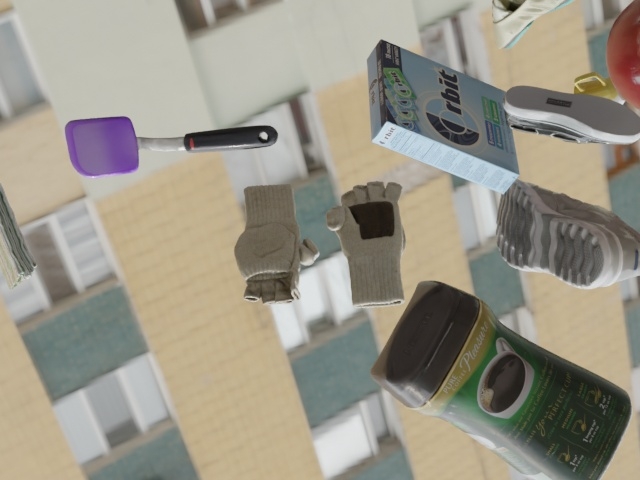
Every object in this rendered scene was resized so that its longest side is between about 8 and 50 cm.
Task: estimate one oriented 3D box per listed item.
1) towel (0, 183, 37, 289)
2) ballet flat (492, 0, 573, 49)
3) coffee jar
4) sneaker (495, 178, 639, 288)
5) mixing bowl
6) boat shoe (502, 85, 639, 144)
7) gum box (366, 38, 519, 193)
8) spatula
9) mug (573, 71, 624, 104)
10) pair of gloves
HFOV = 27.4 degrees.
[{"bbox_3d":[-0.340,-0.007,1.412,0.023,0.113,0.152,-21,180,-19],"label":"towel"},{"bbox_3d":[0.288,-0.342,1.826,0.086,0.086,0.248,-32,180,-23],"label":"ballet flat"},{"bbox_3d":[0.131,0.108,0.963,0.096,0.184,0.079,-60,-164,-8],"label":"coffee jar"},{"bbox_3d":[0.310,-0.002,1.621,0.115,0.105,0.281,1,-161,-22],"label":"sneaker"},{"bbox_3d":[0.398,-0.217,1.519,0.181,0.181,0.098,-35,-160,-27],"label":"mixing bowl"},{"bbox_3d":[0.249,-0.118,1.301,0.142,0.040,0.049,17,-128,21],"label":"boat shoe"},{"bbox_3d":[0.147,-0.151,1.590,0.184,0.041,0.157,20,-138,-20],"label":"gum box"},{"bbox_3d":[-0.197,-0.129,1.742,0.296,0.084,0.030,-2,-163,18],"label":"spatula"},{"bbox_3d":[0.420,-0.217,1.975,0.064,0.062,0.078,-17,169,33],"label":"mug"},{"bbox_3d":[0.000,0.000,1.831,0.240,0.042,0.204,2,-125,3],"label":"pair of gloves"}]
